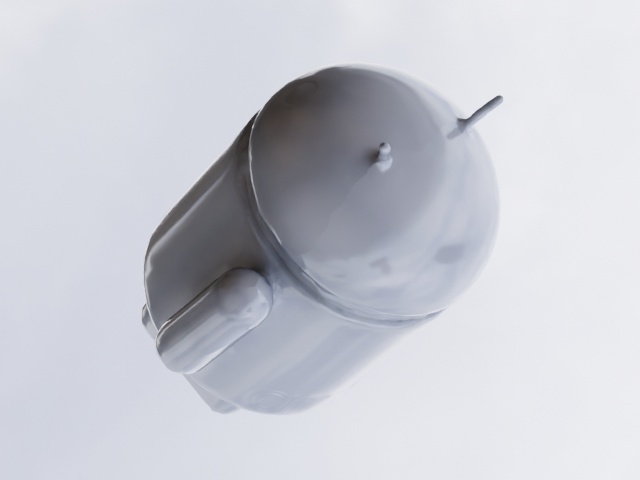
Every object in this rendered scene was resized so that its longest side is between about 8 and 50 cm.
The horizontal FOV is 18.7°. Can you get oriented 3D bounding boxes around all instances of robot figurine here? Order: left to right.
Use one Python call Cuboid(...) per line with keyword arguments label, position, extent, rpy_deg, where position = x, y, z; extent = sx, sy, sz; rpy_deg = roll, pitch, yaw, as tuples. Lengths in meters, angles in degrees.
Cuboid(label="robot figurine", position=(0.000, 0.000, 1.451), extent=(0.300, 0.200, 0.353), rpy_deg=(-42, 179, -42))
